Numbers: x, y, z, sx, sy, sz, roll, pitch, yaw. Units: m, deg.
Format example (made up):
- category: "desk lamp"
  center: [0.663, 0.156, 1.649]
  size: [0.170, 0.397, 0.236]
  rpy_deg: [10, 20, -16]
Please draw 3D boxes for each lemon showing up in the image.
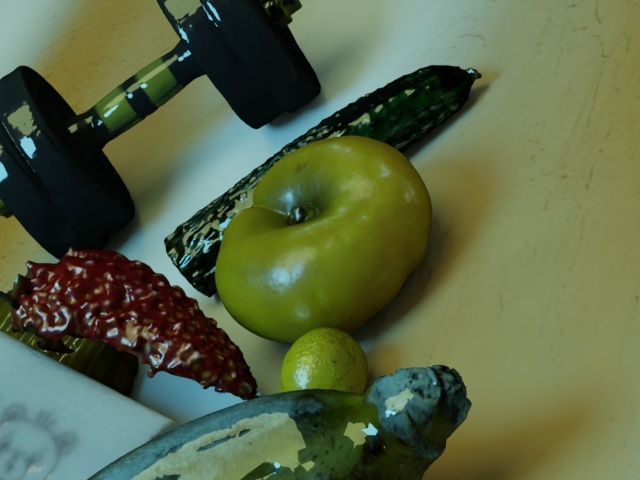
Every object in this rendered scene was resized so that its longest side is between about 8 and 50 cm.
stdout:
- category: "lemon"
  center: [0.002, 0.098, 1.291]
  size: [0.062, 0.062, 0.083]
  rpy_deg: [-10, 46, 37]

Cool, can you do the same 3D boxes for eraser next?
- category: "eraser"
  center: [-0.234, 0.169, 1.357]
  size: [0.270, 0.095, 0.174]
  rpy_deg: [22, 70, 40]

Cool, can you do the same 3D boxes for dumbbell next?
- category: "dumbbell"
  center: [-0.161, -0.129, 1.620]
  size: [0.388, 0.185, 0.185]
  rpy_deg: [-35, 33, 7]

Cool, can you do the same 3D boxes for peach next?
- category: "peach"
  center: [0.000, 0.000, 1.376]
  size: [0.179, 0.103, 0.179]
  rpy_deg: [-28, 32, 19]

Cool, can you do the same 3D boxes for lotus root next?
- category: "lotus root"
  center: [-0.040, 0.182, 1.163]
  size: [0.322, 0.140, 0.158]
  rpy_deg: [-29, 51, 5]

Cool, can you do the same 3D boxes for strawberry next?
- category: "strawberry"
  center: [-0.132, 0.061, 1.386]
  size: [0.208, 0.167, 0.087]
  rpy_deg: [15, 84, 8]

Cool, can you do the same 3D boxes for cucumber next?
- category: "cucumber"
  center: [0.004, -0.062, 1.484]
  size: [0.293, 0.067, 0.067]
  rpy_deg: [-36, 33, 3]

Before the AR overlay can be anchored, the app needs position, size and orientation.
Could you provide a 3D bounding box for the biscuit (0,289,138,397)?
- category: "biscuit"
  center: [-0.288, 0.152, 1.530]
  size: [0.318, 0.040, 0.318]
  rpy_deg: [-25, 36, 20]
